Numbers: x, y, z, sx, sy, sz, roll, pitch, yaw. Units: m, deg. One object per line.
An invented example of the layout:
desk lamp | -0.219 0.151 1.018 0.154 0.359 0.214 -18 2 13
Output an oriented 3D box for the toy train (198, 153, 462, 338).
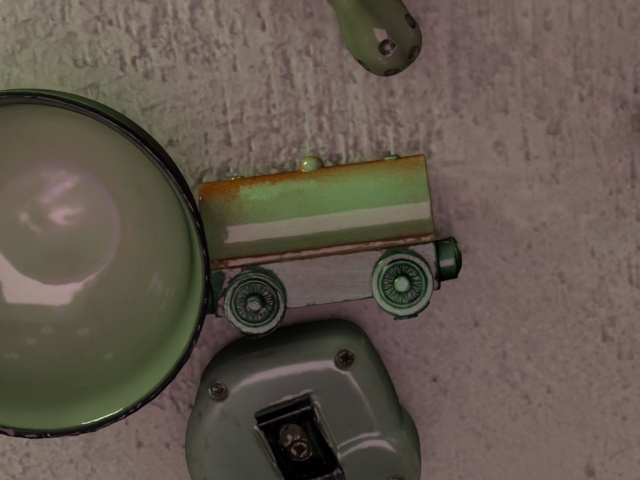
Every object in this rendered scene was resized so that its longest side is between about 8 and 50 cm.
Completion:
toy train | 0.000 0.000 1.649 0.285 0.116 0.177 -7 95 4

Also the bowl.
bowl | -0.277 0.004 1.608 0.353 0.185 0.354 0 107 1

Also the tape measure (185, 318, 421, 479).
tape measure | -0.028 0.218 1.702 0.243 0.125 0.246 -24 106 8

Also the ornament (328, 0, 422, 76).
ornament | 0.040 -0.235 1.590 0.156 0.081 0.075 49 136 -9
